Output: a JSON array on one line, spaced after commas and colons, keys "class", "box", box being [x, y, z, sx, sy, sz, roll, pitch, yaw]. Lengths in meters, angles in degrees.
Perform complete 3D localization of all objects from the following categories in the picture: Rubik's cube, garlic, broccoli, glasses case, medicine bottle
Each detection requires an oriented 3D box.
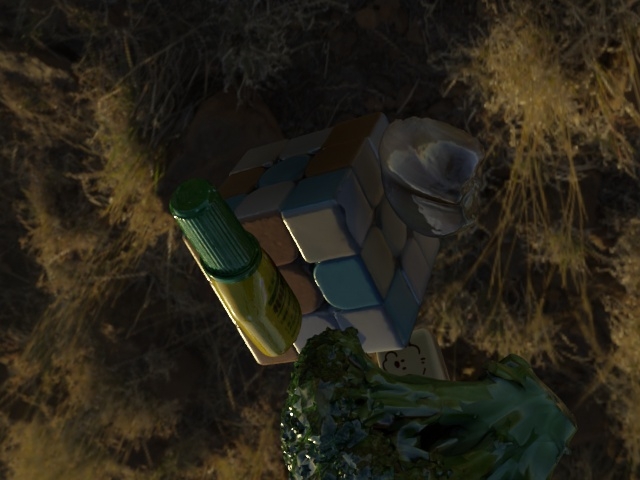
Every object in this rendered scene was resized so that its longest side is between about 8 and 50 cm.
[{"class": "Rubik's cube", "box": [0.000, 0.000, 1.495, 0.344, 0.346, 0.347, -10, 119, 29]}, {"class": "garlic", "box": [0.165, -0.107, 1.257, 0.110, 0.228, 0.217, -26, 133, -20]}, {"class": "broccoli", "box": [0.090, 0.208, 0.674, 0.275, 0.308, 0.308, -41, 120, 5]}, {"class": "glasses case", "box": [0.231, 0.370, 1.691, 0.144, 0.336, 0.076, -25, 142, 14]}, {"class": "medicine bottle", "box": [-0.098, 0.035, 0.911, 0.076, 0.111, 0.309, -15, 144, 10]}]
